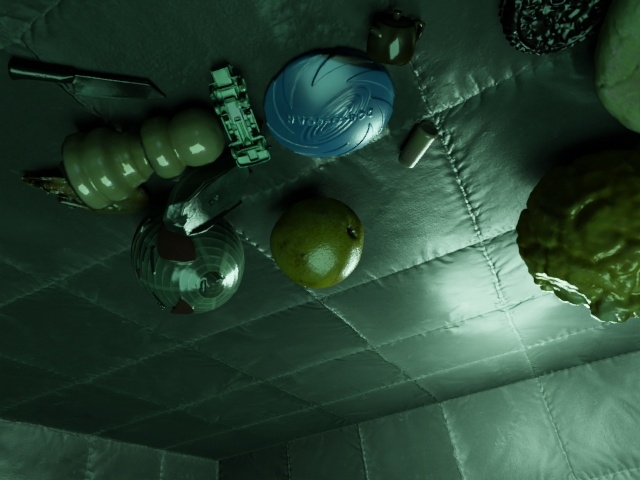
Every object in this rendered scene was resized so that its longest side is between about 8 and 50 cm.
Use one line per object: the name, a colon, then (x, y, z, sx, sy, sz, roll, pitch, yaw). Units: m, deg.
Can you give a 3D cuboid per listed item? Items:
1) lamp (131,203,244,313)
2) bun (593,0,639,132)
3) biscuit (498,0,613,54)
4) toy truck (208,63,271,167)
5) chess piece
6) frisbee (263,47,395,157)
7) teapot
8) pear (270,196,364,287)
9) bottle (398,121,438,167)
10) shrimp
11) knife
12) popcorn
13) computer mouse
lamp: (-0.275, 0.038, 1.009, 0.233, 0.233, 0.265, -8, 124, -1)
bun: (0.601, -0.313, 0.704, 0.361, 0.213, 0.361, -16, 146, -11)
biscuit: (0.370, -0.376, 0.727, 0.195, 0.053, 0.194, -6, 144, -4)
toy truck: (-0.142, -0.221, 0.834, 0.067, 0.081, 0.175, -14, 126, 7)
chess piece: (-0.295, -0.152, 0.833, 0.261, 0.142, 0.142, -15, 144, 1)
frisbee: (0.019, -0.232, 0.865, 0.242, 0.045, 0.242, -7, 145, -5)
teapot: (0.119, -0.322, 0.738, 0.121, 0.076, 0.068, -23, 143, -28)
pear: (0.000, 0.000, 1.053, 0.209, 0.208, 0.209, -6, 145, -4)
bottle: (0.195, -0.191, 0.958, 0.045, 0.045, 0.096, 6, 144, -19)
shrimp: (-0.470, -0.093, 0.961, 0.236, 0.053, 0.133, 5, 163, -25)
knife: (-0.372, -0.252, 0.773, 0.230, 0.028, 0.060, 2, 156, -19)
popcorn: (0.638, -0.021, 1.036, 0.354, 0.344, 0.390, 23, 124, -14)
computer mouse: (-0.216, -0.098, 0.908, 0.071, 0.231, 0.126, 32, 139, 16)
